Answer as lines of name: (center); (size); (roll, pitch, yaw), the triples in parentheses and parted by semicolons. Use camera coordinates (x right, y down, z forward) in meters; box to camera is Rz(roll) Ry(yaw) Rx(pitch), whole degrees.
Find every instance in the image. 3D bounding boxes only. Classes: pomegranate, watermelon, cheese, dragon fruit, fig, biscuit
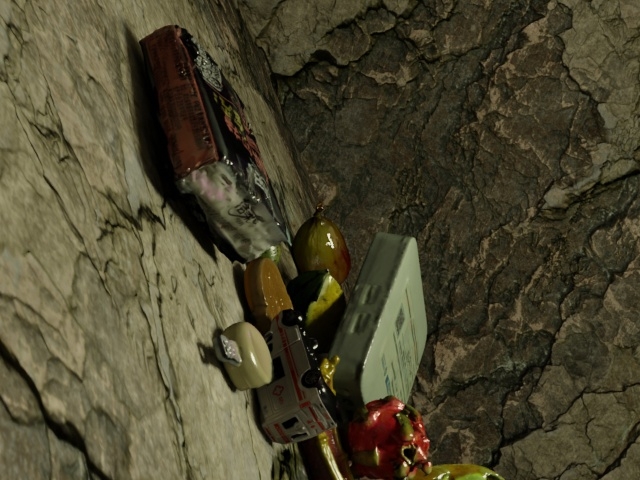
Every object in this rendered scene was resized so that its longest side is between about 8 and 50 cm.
pomegranate: (-0.112, 0.014, 1.384); (0.084, 0.073, 0.073); (26, 36, -44)
watermelon: (0.000, 0.151, 1.578); (0.301, 0.129, 0.123); (69, -2, -56)
cheese: (-0.104, 0.157, 1.010); (0.171, 0.047, 0.092); (-24, 90, -85)
dragon fruit: (0.116, 0.364, 1.353); (0.160, 0.166, 0.172); (33, -14, -7)
fig: (-0.002, 0.001, 1.948); (0.274, 0.145, 0.170); (84, -8, -48)
biscuit: (-0.092, 0.116, 1.287); (0.170, 0.050, 0.170); (-16, 90, -78)

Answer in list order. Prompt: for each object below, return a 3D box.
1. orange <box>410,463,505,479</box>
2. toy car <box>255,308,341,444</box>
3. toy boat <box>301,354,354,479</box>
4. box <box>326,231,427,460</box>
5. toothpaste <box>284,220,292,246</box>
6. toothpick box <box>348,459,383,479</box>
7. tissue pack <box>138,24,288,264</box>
orange: (0.213, 0.544, 1.414); (0.196, 0.334, 0.262); (30, -57, 55)
toy car: (-0.048, 0.198, 1.137); (0.089, 0.108, 0.210); (61, 5, -41)
toy boat: (0.028, 0.359, 1.283); (0.141, 0.099, 0.318); (40, 32, -71)
box: (0.127, 0.238, 1.629); (0.396, 0.111, 0.396); (75, 30, -45)
toothpaste: (-0.097, -0.034, 1.838); (0.205, 0.036, 0.056); (62, 6, -74)
toothpick box: (0.115, 0.507, 1.522); (0.098, 0.098, 0.149); (-90, 158, -74)
tissue pack: (-0.172, -0.150, 1.167); (0.245, 0.123, 0.332); (52, 13, -52)
